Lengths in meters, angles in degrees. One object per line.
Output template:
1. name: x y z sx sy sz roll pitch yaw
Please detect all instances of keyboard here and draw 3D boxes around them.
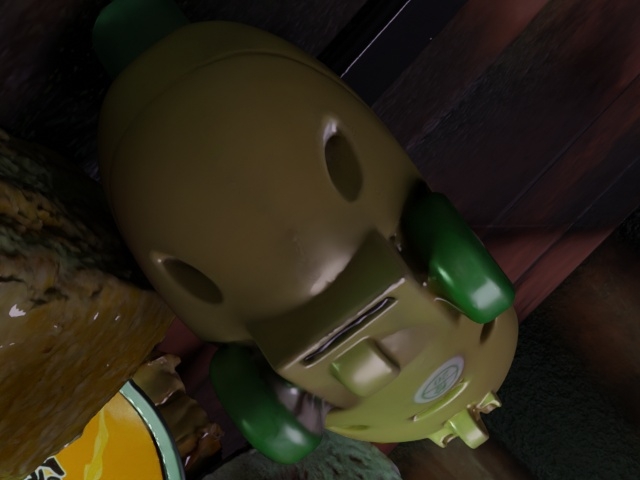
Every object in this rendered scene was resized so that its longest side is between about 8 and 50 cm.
1. keyboard: 0.023 -0.102 0.727 0.310 0.018 0.101 -47 166 14

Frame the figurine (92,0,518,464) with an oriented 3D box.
1. figurine: 0.000 0.000 0.591 0.124 0.222 0.324 -39 152 6

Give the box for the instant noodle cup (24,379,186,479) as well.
1. instant noodle cup: -0.161 0.145 0.680 0.208 0.177 0.125 -54 179 -5

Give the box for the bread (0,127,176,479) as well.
1. bread: -0.151 0.030 0.493 0.138 0.102 0.196 -47 163 4

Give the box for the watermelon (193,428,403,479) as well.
1. watermelon: -0.006 0.227 0.892 0.320 0.289 0.214 54 52 -63

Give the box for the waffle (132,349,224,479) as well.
1. waffle: -0.172 0.214 0.955 0.213 0.091 0.308 -39 165 -16
